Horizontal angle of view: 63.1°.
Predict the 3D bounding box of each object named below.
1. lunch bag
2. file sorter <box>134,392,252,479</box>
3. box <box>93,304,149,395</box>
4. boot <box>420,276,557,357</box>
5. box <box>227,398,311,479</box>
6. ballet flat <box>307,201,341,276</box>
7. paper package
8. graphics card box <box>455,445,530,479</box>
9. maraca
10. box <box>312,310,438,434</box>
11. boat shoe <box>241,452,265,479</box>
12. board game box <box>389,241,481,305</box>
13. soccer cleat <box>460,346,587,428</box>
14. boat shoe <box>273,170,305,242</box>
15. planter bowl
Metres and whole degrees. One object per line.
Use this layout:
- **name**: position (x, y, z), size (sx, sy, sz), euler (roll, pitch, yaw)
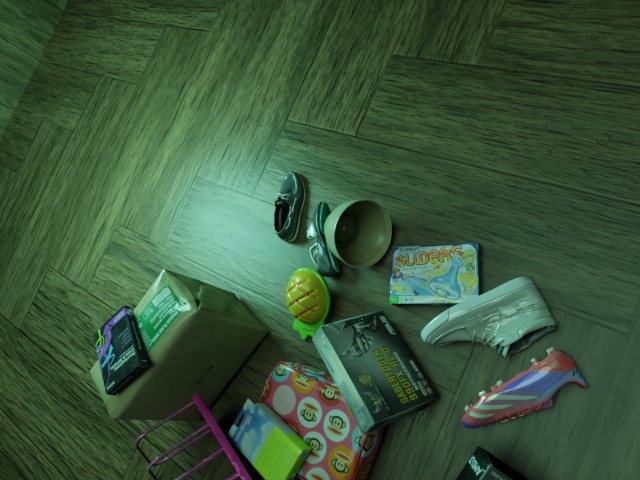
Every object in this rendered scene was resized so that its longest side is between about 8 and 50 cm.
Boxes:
- **lunch bag**: position (-0.016, 0.431, 1.166), size (0.293, 0.120, 0.258), euler (17, 83, 32)
- **file sorter**: position (-0.266, 0.546, 1.182), size (0.182, 0.202, 0.291), euler (-30, 55, -21)
- **box**: position (-0.445, 0.242, 1.157), size (0.116, 0.029, 0.162), euler (-42, 56, 14)
- **boot**: position (0.339, 0.183, 1.060), size (0.258, 0.095, 0.123), euler (-31, 54, 16)
- **box**: position (-0.115, 0.440, 1.135), size (0.178, 0.042, 0.109), euler (34, 97, 34)
- **ballet flat**: position (0.000, 0.000, 1.331), size (0.074, 0.074, 0.203), euler (-19, 68, 23)
- **paper package**: position (-0.342, 0.273, 1.290), size (0.168, 0.309, 0.325), euler (41, 95, 32)
- **graphics card box**: position (0.280, 0.585, 0.909), size (0.232, 0.094, 0.371), euler (32, 93, 4)
- **maraca**: position (-0.029, 0.158, 1.281), size (0.127, 0.099, 0.186), euler (3, 101, 38)
- **box**: position (0.114, 0.270, 1.110), size (0.231, 0.183, 0.056), euler (59, 138, 31)
- **boat shoe**: position (-0.158, 0.534, 1.255), size (0.056, 0.048, 0.153), euler (-36, 60, 15)
- **board game box**: position (0.258, 0.078, 1.177), size (0.201, 0.035, 0.136), euler (-5, 72, 28)
- **soccer cleat**: position (0.386, 0.305, 1.007), size (0.248, 0.083, 0.095), euler (-39, 64, 10)
- **boat shoe**: position (-0.089, -0.101, 1.415), size (0.075, 0.065, 0.206), euler (-5, 72, 28)
- **planter bowl**: position (0.075, -0.024, 1.256), size (0.109, 0.162, 0.162), euler (19, 83, 59)
